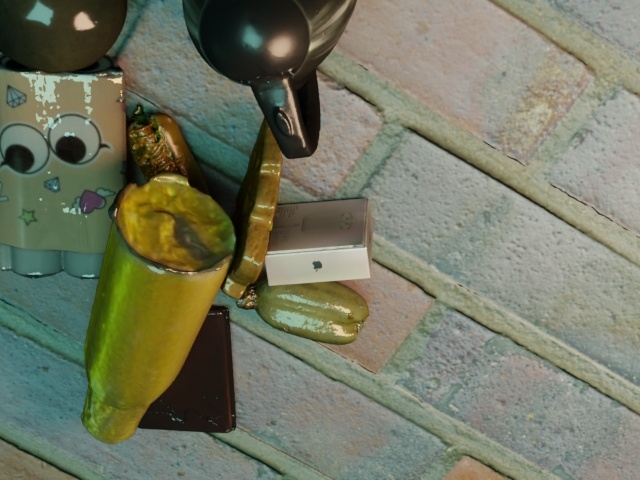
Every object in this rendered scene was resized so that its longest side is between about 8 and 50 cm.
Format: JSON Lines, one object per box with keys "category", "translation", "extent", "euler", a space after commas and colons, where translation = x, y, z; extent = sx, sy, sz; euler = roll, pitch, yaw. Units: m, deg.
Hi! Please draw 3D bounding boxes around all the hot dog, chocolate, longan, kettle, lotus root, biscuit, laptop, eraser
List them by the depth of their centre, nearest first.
{"category": "kettle", "translation": [-0.069, -0.245, 1.435], "extent": [0.207, 0.271, 0.250], "euler": [15, 118, -4]}
{"category": "longan", "translation": [-0.322, -0.281, 1.505], "extent": [0.187, 0.167, 0.167], "euler": [12, 121, 22]}
{"category": "biscuit", "translation": [-0.080, -0.042, 1.607], "extent": [0.041, 0.212, 0.238], "euler": [15, 92, -10]}
{"category": "eraser", "translation": [-0.332, -0.094, 1.641], "extent": [0.171, 0.087, 0.290], "euler": [3, 119, -2]}
{"category": "hot dog", "translation": [-0.195, -0.087, 1.654], "extent": [0.072, 0.055, 0.188], "euler": [-19, 116, 16]}
{"category": "chocolate", "translation": [-0.242, 0.110, 1.675], "extent": [0.162, 0.162, 0.445], "euler": [20, 135, -7]}
{"category": "lotus root", "translation": [-0.025, 0.086, 1.722], "extent": [0.183, 0.077, 0.090], "euler": [13, 112, -6]}
{"category": "laptop", "translation": [-0.200, 0.182, 1.820], "extent": [0.154, 0.026, 0.207], "euler": [1, 118, 6]}

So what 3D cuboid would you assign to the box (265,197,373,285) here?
{"category": "box", "translation": [0.000, 0.000, 1.643], "extent": [0.129, 0.130, 0.051], "euler": [-4, 120, 7]}
